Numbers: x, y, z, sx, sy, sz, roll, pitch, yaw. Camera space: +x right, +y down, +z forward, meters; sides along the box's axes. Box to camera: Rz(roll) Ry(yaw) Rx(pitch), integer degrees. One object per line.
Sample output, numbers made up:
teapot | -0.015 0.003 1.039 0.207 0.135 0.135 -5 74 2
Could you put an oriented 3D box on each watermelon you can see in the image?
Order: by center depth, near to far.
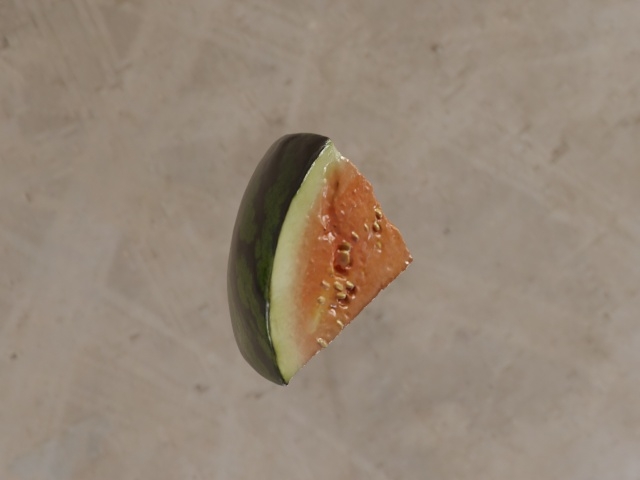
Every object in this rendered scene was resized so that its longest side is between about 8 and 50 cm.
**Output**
watermelon | 0.000 0.000 0.870 0.094 0.135 0.125 3 103 -5
